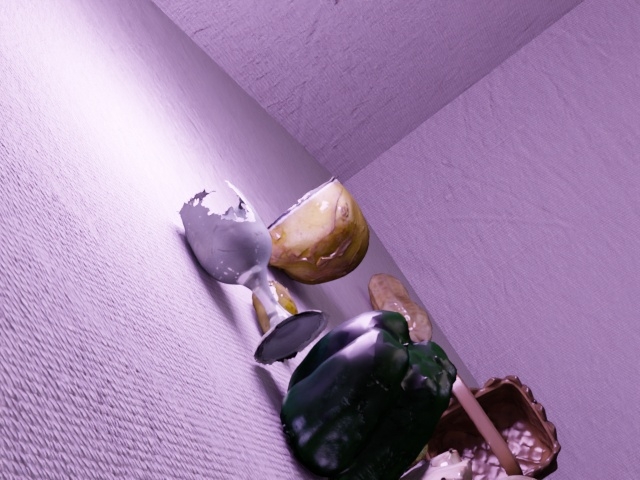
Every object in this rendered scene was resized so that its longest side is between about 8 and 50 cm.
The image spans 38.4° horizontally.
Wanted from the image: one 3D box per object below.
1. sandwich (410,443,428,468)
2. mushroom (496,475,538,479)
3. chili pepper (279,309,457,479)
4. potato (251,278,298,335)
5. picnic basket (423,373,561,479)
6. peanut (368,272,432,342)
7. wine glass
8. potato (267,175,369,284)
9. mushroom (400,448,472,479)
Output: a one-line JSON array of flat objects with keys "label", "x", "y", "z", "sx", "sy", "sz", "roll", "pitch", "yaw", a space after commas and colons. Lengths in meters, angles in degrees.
[{"label": "sandwich", "x": 0.110, "y": 0.348, "z": 1.656, "sx": 0.160, "sy": 0.109, "sz": 0.185, "roll": 55, "pitch": 8, "yaw": 0}, {"label": "mushroom", "x": 0.375, "y": 0.578, "z": 1.738, "sx": 0.260, "sy": 0.253, "sz": 0.234, "roll": -14, "pitch": 48, "yaw": -35}, {"label": "chili pepper", "x": 0.075, "y": 0.247, "z": 1.420, "sx": 0.233, "sy": 0.256, "sz": 0.248, "roll": 38, "pitch": 13, "yaw": -14}, {"label": "potato", "x": -0.079, "y": 0.128, "z": 1.653, "sx": 0.091, "sy": 0.070, "sz": 0.138, "roll": 42, "pitch": 14, "yaw": -46}, {"label": "picnic basket", "x": 0.361, "y": 0.440, "z": 2.011, "sx": 0.254, "sy": 0.291, "sz": 0.321, "roll": 59, "pitch": -2, "yaw": 31}, {"label": "peanut", "x": 0.233, "y": 0.212, "z": 2.788, "sx": 0.149, "sy": 0.149, "sz": 0.313, "roll": 47, "pitch": 10, "yaw": -37}, {"label": "wine glass", "x": -0.122, "y": 0.050, "z": 1.544, "sx": 0.321, "sy": 0.143, "sz": 0.143, "roll": 54, "pitch": 8, "yaw": 24}, {"label": "potato", "x": 0.000, "y": 0.000, "z": 2.035, "sx": 0.196, "sy": 0.246, "sz": 0.300, "roll": 50, "pitch": 14, "yaw": 3}, {"label": "mushroom", "x": 0.207, "y": 0.472, "z": 1.585, "sx": 0.151, "sy": 0.156, "sz": 0.286, "roll": 65, "pitch": 21, "yaw": 1}]
